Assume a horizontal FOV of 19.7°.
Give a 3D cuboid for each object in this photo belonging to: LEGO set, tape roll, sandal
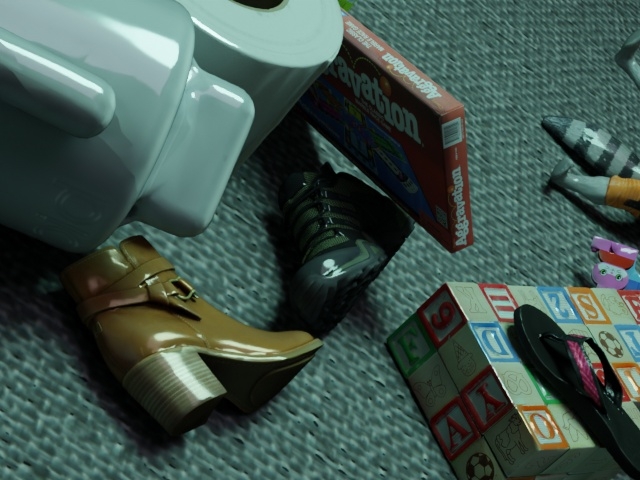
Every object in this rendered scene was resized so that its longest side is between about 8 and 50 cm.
[{"bbox_3d":[0.370,0.081,1.868,0.227,0.093,0.087,19,-6,8],"label":"LEGO set"},{"bbox_3d":[-0.125,-0.184,1.547,0.246,0.169,0.246,28,35,-22],"label":"tape roll"},{"bbox_3d":[0.230,0.119,1.544,0.179,0.040,0.067,51,33,11],"label":"sandal"}]

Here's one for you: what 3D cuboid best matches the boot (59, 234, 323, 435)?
[{"bbox_3d":[-0.094,0.058,1.396,0.152,0.073,0.197,50,30,18],"label":"boot"}]

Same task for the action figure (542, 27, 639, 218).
[{"bbox_3d":[0.428,-0.087,2.054,0.330,0.178,0.341,38,57,-18],"label":"action figure"}]

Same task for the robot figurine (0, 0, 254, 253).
[{"bbox_3d":[-0.228,-0.119,1.309,0.353,0.200,0.300,24,-6,-16],"label":"robot figurine"}]

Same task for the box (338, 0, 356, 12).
[{"bbox_3d":[-0.004,-0.270,1.835,0.042,0.109,0.178,24,37,-22],"label":"box"}]

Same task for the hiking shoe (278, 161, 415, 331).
[{"bbox_3d":[0.000,0.000,1.570,0.114,0.086,0.227,37,23,4],"label":"hiking shoe"}]

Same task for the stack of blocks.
[{"bbox_3d":[0.216,0.133,1.636,0.297,0.087,0.171,3,50,-47],"label":"stack of blocks"}]

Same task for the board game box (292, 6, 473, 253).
[{"bbox_3d":[0.042,-0.117,1.606,0.027,0.145,0.281,-23,40,-20],"label":"board game box"}]
